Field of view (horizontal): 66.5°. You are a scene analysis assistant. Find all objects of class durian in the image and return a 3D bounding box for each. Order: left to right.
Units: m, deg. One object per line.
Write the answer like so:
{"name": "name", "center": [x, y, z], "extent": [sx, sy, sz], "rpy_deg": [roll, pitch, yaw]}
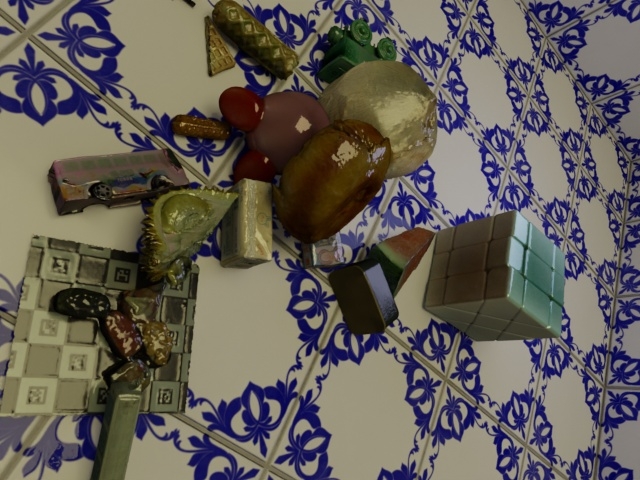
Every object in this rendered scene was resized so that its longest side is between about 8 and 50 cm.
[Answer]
{"name": "durian", "center": [-0.299, -0.006, 1.050], "extent": [0.306, 0.166, 0.172], "rpy_deg": [-59, 152, -58]}

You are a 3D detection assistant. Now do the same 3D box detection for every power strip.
{"name": "power strip", "center": [-0.393, 0.395, 0.927], "extent": [0.052, 0.078, 0.272], "rpy_deg": [11, 90, -32]}

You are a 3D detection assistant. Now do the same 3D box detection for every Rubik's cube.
{"name": "Rubik's cube", "center": [0.585, 0.133, 1.631], "extent": [0.322, 0.318, 0.316], "rpy_deg": [31, 61, -29]}

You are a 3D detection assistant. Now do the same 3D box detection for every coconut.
{"name": "coconut", "center": [0.167, -0.342, 1.402], "extent": [0.346, 0.360, 0.346], "rpy_deg": [12, 70, -36]}

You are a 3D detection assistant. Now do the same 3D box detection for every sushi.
{"name": "sushi", "center": [-0.415, 0.178, 0.999], "extent": [0.359, 0.064, 0.343], "rpy_deg": [14, 68, -36]}

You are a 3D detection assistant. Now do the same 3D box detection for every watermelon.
{"name": "watermelon", "center": [0.257, 0.047, 1.517], "extent": [0.140, 0.193, 0.256], "rpy_deg": [42, 55, 16]}

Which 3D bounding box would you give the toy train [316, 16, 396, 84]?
{"name": "toy train", "center": [0.131, -0.575, 1.570], "extent": [0.266, 0.145, 0.202], "rpy_deg": [21, 69, -32]}

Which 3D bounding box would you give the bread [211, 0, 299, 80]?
{"name": "bread", "center": [-0.180, -0.557, 1.352], "extent": [0.269, 0.087, 0.098], "rpy_deg": [33, 27, -30]}

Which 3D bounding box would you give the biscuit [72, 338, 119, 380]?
{"name": "biscuit", "center": [-0.460, 0.244, 0.994], "extent": [0.089, 0.016, 0.046], "rpy_deg": [46, 53, -20]}

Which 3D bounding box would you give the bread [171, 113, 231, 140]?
{"name": "bread", "center": [-0.298, -0.285, 1.232], "extent": [0.157, 0.044, 0.052], "rpy_deg": [-2, 76, -38]}

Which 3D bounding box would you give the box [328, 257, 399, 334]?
{"name": "box", "center": [0.127, 0.157, 1.386], "extent": [0.090, 0.144, 0.201], "rpy_deg": [-24, 93, -42]}

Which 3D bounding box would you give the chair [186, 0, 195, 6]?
{"name": "chair", "center": [-0.384, -0.721, 1.252], "extent": [0.212, 0.084, 0.101], "rpy_deg": [32, 57, -27]}

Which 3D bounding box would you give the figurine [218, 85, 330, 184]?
{"name": "figurine", "center": [-0.087, -0.269, 1.256], "extent": [0.261, 0.211, 0.270], "rpy_deg": [-22, 112, -42]}

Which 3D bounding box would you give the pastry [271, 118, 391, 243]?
{"name": "pastry", "center": [0.028, -0.140, 1.194], "extent": [0.164, 0.356, 0.356], "rpy_deg": [43, 51, 16]}

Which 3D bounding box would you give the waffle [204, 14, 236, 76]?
{"name": "waffle", "center": [-0.296, -0.522, 1.305], "extent": [0.097, 0.023, 0.153], "rpy_deg": [-38, 104, -38]}

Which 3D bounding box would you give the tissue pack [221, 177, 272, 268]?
{"name": "tissue pack", "center": [-0.181, -0.035, 1.193], "extent": [0.092, 0.148, 0.196], "rpy_deg": [8, 75, -32]}

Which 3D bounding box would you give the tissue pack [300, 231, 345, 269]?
{"name": "tissue pack", "center": [0.000, 0.000, 1.377], "extent": [0.115, 0.065, 0.155], "rpy_deg": [-1, 80, -34]}

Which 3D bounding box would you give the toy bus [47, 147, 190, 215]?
{"name": "toy bus", "center": [-0.432, -0.130, 1.064], "extent": [0.274, 0.090, 0.112], "rpy_deg": [-16, 80, -40]}
